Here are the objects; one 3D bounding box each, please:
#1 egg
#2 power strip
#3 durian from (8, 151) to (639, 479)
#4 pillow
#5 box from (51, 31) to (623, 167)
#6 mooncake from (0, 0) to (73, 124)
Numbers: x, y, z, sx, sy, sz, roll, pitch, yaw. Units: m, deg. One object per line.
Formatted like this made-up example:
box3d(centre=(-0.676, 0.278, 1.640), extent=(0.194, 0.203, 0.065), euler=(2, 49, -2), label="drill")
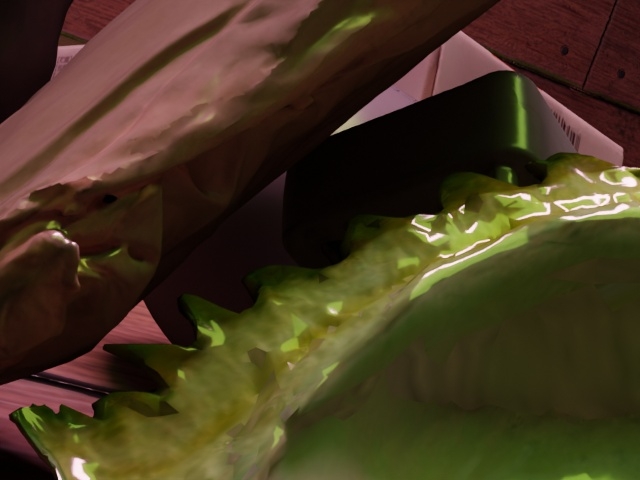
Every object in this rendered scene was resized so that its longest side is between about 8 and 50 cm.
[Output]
box3d(centre=(0.000, 0.000, 0.607), extent=(0.146, 0.146, 0.198), euler=(25, 1, 29), label="egg")
box3d(centre=(0.050, 0.048, 0.497), extent=(0.145, 0.061, 0.216), euler=(-19, -47, 25), label="power strip")
box3d(centre=(0.133, 0.091, 0.317), extent=(0.394, 0.163, 0.198), euler=(28, 11, 13), label="durian")
box3d(centre=(-0.029, -0.046, 0.411), extent=(0.067, 0.270, 0.173), euler=(53, -19, -13), label="pillow")
box3d(centre=(-0.008, -0.070, 0.935), extent=(0.353, 0.069, 0.214), euler=(1, -16, 41), label="box")
box3d(centre=(-0.270, -0.120, 0.420), extent=(0.350, 0.212, 0.381), euler=(22, 15, 41), label="mooncake")
